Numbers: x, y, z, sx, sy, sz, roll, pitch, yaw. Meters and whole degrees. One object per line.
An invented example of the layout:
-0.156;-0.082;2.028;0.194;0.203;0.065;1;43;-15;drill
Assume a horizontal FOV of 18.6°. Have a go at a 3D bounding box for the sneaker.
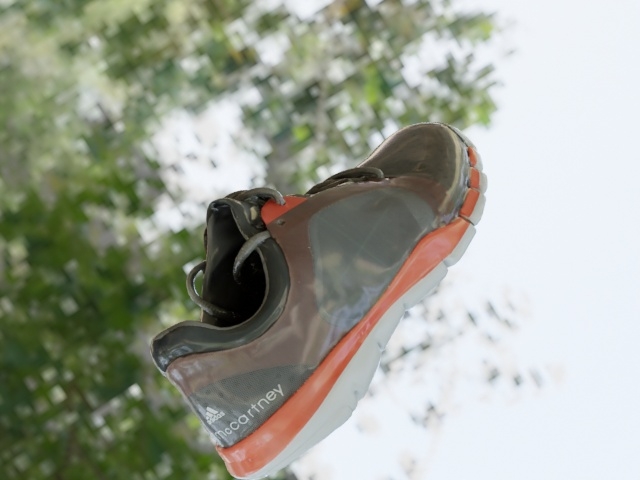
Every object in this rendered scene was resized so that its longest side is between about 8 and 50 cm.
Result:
0.000;0.000;0.593;0.061;0.065;0.158;-34;-165;40;sneaker
